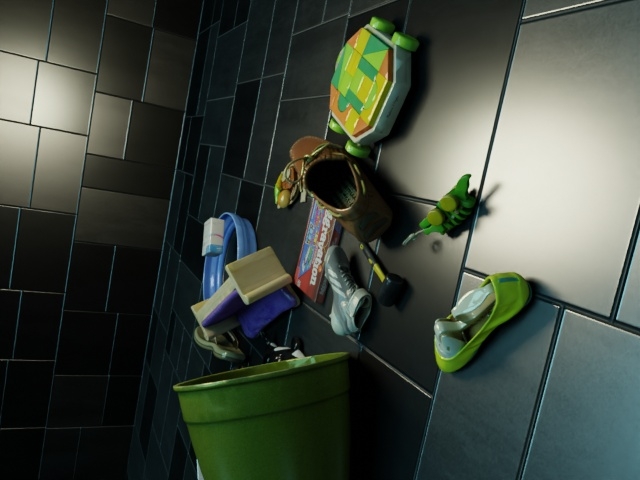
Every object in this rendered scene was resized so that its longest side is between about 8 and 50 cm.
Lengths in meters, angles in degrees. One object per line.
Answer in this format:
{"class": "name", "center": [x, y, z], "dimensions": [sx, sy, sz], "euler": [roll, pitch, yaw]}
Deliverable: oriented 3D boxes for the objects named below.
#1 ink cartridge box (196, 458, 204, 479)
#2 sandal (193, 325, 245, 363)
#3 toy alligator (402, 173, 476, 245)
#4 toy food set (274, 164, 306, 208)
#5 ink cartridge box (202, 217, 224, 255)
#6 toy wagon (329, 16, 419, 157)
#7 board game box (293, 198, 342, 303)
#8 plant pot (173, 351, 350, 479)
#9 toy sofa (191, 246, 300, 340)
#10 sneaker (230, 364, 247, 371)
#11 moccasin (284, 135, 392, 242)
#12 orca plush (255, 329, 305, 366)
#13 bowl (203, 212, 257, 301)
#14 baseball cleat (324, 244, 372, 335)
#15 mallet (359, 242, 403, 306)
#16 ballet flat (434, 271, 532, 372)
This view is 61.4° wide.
{"class": "ink cartridge box", "center": [-0.335, 0.651, 1.649], "dimensions": [0.303, 0.072, 0.307], "euler": [105, 157, -71]}
{"class": "sandal", "center": [-0.327, 0.334, 1.811], "dimensions": [0.303, 0.120, 0.086], "euler": [12, 88, 55]}
{"class": "toy alligator", "center": [0.211, -0.036, 0.921], "dimensions": [0.051, 0.056, 0.189], "euler": [43, 133, 9]}
{"class": "toy food set", "center": [-0.095, -0.160, 1.559], "dimensions": [0.192, 0.039, 0.132], "euler": [-7, 76, 62]}
{"class": "ink cartridge box", "center": [-0.373, -0.010, 1.880], "dimensions": [0.089, 0.052, 0.122], "euler": [-20, 66, 60]}
{"class": "toy wagon", "center": [0.092, -0.360, 1.215], "dimensions": [0.267, 0.068, 0.344], "euler": [-66, 31, 28]}
{"class": "board game box", "center": [0.000, 0.000, 1.345], "dimensions": [0.145, 0.027, 0.281], "euler": [34, 113, 59]}
{"class": "plant pot", "center": [-0.089, 0.436, 1.100], "dimensions": [0.366, 0.367, 0.352], "euler": [-25, 73, 59]}
{"class": "toy sofa", "center": [-0.219, 0.181, 1.519], "dimensions": [0.177, 0.150, 0.362], "euler": [60, 143, 9]}
{"class": "sneaker", "center": [-0.242, 0.498, 1.605], "dimensions": [0.124, 0.107, 0.283], "euler": [-58, 35, 29]}
{"class": "moccasin", "center": [0.015, -0.138, 1.186], "dimensions": [0.139, 0.147, 0.380], "euler": [-40, 40, 11]}
{"class": "orca plush", "center": [-0.123, 0.311, 1.416], "dimensions": [0.287, 0.102, 0.151], "euler": [42, 120, 59]}
{"class": "bowl", "center": [-0.319, 0.098, 1.888], "dimensions": [0.391, 0.077, 0.390], "euler": [-26, 60, 59]}
{"class": "baseball cleat", "center": [0.065, 0.100, 1.166], "dimensions": [0.110, 0.072, 0.205], "euler": [-23, 66, 44]}
{"class": "mallet", "center": [0.113, 0.065, 1.105], "dimensions": [0.189, 0.039, 0.062], "euler": [-125, 47, -60]}
{"class": "ballet flat", "center": [0.221, 0.125, 0.823], "dimensions": [0.231, 0.077, 0.077], "euler": [-58, 36, 40]}
